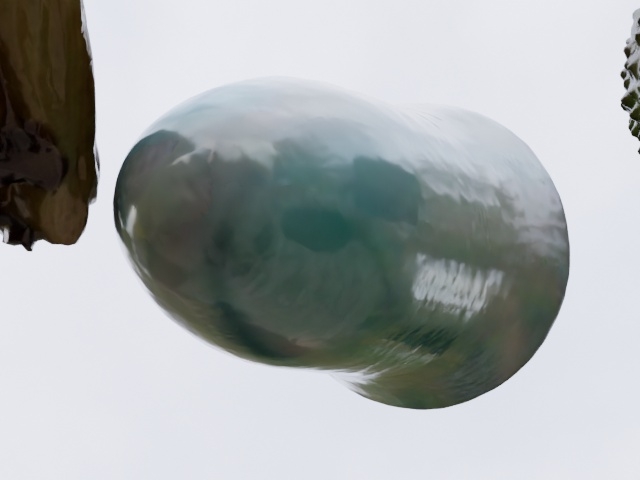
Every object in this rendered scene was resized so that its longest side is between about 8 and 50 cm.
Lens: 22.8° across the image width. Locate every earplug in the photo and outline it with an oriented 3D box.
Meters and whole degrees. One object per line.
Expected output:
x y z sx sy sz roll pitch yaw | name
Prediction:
0.000 0.000 0.812 0.185 0.185 0.324 -28 -13 19 | earplug

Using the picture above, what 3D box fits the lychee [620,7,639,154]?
0.226 -0.079 0.810 0.171 0.171 0.171 -3 -47 -3 | lychee

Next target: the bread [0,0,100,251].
-0.230 -0.159 0.719 0.167 0.277 0.325 -26 -47 -23 | bread
